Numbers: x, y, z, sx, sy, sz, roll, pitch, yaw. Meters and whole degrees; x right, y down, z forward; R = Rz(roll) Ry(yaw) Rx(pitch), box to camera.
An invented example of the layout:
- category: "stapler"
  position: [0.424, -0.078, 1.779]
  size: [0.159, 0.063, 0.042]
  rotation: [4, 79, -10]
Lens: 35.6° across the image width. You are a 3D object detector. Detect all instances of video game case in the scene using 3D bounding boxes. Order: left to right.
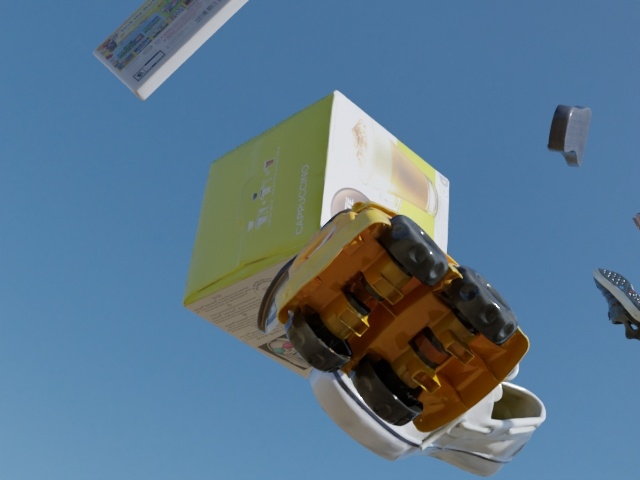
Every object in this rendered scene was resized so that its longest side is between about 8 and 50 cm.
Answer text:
- category: "video game case"
  position: [-0.238, -0.335, 1.560]
  size: [0.026, 0.227, 0.206]
  rotation: [47, -4, -41]

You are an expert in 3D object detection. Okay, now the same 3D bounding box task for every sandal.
- category: "sandal"
  position: [-0.009, 0.051, 1.412]
  size: [0.060, 0.219, 0.090]
  rotation: [42, -5, 20]
- category: "sandal"
  position: [0.390, -0.177, 1.597]
  size: [0.054, 0.097, 0.254]
  rotation: [13, 1, 22]

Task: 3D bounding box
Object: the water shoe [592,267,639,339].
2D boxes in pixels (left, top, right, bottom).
- category: "water shoe"
  position: [0.595, 0.127, 2.005]
  size: [0.073, 0.203, 0.080]
  rotation: [12, -67, -18]

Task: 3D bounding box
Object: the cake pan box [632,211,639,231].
- category: "cake pan box"
  position: [0.624, 0.015, 1.447]
  size: [0.245, 0.267, 0.070]
  rotation: [-38, -32, 30]

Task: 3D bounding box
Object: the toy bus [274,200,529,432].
- category: "toy bus"
  position: [0.059, 0.036, 0.930]
  size: [0.149, 0.211, 0.220]
  rotation: [-42, -59, 15]

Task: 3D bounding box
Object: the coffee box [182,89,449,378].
- category: "coffee box"
  position: [0.000, 0.000, 1.825]
  size: [0.338, 0.338, 0.334]
  rotation: [-24, -45, 36]

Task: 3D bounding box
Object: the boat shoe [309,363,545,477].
- category: "boat shoe"
  position: [0.151, 0.170, 1.130]
  size: [0.156, 0.136, 0.367]
  rotation: [-46, -45, 18]
